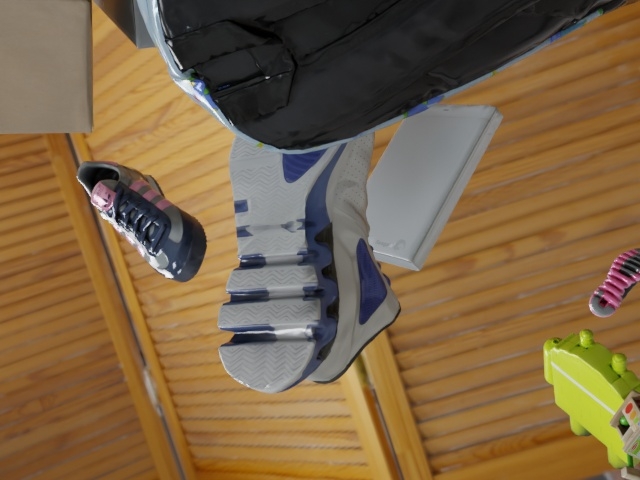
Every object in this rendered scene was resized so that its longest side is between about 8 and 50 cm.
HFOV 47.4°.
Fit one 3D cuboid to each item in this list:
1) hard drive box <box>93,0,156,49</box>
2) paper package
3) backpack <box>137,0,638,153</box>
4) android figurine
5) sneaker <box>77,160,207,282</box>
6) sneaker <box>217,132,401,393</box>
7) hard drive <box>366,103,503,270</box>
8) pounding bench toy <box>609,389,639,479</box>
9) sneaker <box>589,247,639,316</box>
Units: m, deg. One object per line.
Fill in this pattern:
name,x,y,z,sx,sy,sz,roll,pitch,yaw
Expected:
hard drive box,-0.195,-0.342,0.979,0.181,0.089,0.232,-13,-145,-24
paper package,-0.440,-0.261,0.863,0.324,0.168,0.309,-3,161,-18
backpack,0.033,-0.223,0.554,0.355,0.290,0.273,-41,-139,-7
android figurine,0.449,0.251,1.166,0.056,0.273,0.248,-32,-139,-14
sneaker,-0.297,-0.036,1.166,0.131,0.112,0.319,23,-171,-43
sneaker,0.000,0.001,0.722,0.127,0.316,0.182,0,162,27
hard drive,0.166,-0.103,1.272,0.203,0.040,0.308,14,-111,51
pounding bench toy,0.367,0.227,0.842,0.065,0.052,0.083,-77,-166,-71
sneaker,0.431,0.062,1.051,0.119,0.047,0.057,-49,154,2
